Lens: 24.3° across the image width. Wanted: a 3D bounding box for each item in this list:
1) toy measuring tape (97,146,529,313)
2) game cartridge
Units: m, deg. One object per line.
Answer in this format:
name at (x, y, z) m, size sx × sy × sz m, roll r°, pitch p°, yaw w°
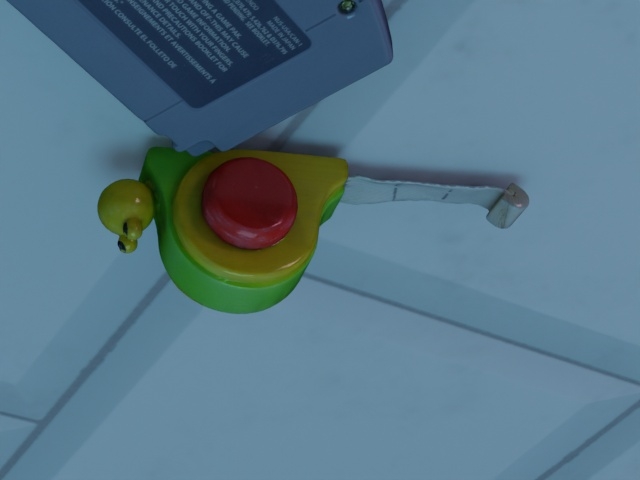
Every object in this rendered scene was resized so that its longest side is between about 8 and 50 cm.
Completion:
toy measuring tape at (0.000, 0.000, 1.100) m, size 0.330 × 0.121 × 0.121 m, roll 5°, pitch 139°, yaw -15°
game cartridge at (-0.089, -0.180, 0.929) m, size 0.198 × 0.062 × 0.297 m, roll -29°, pitch 136°, yaw 18°
